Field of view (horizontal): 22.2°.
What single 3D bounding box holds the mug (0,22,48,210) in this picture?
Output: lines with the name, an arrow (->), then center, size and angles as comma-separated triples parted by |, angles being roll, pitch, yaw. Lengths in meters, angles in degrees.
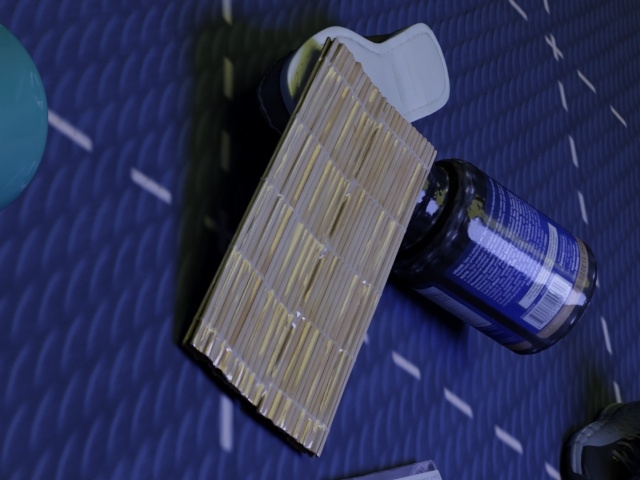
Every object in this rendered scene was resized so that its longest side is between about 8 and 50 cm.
mug -> -0.223, -0.081, 0.905 | 0.158, 0.129, 0.097 | 64, 24, 0

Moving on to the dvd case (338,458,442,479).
dvd case -> 0.084, 0.284, 1.263 | 0.164, 0.018, 0.221 | 3, 65, -60

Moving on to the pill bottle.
pill bottle -> 0.132, 0.003, 1.454 | 0.219, 0.123, 0.123 | 33, 39, -27

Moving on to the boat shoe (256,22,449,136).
boat shoe -> 0.019, -0.129, 1.422 | 0.305, 0.091, 0.109 | -24, 100, -62

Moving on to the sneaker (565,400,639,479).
sneaker -> 0.335, 0.200, 1.653 | 0.086, 0.132, 0.228 | 62, 27, -5

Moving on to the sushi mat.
sushi mat -> 0.000, 0.000, 1.255 | 0.151, 0.019, 0.316 | 48, 49, -32

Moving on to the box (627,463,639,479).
box -> 0.408, 0.292, 1.601 | 0.307, 0.076, 0.242 | -45, 112, -26
